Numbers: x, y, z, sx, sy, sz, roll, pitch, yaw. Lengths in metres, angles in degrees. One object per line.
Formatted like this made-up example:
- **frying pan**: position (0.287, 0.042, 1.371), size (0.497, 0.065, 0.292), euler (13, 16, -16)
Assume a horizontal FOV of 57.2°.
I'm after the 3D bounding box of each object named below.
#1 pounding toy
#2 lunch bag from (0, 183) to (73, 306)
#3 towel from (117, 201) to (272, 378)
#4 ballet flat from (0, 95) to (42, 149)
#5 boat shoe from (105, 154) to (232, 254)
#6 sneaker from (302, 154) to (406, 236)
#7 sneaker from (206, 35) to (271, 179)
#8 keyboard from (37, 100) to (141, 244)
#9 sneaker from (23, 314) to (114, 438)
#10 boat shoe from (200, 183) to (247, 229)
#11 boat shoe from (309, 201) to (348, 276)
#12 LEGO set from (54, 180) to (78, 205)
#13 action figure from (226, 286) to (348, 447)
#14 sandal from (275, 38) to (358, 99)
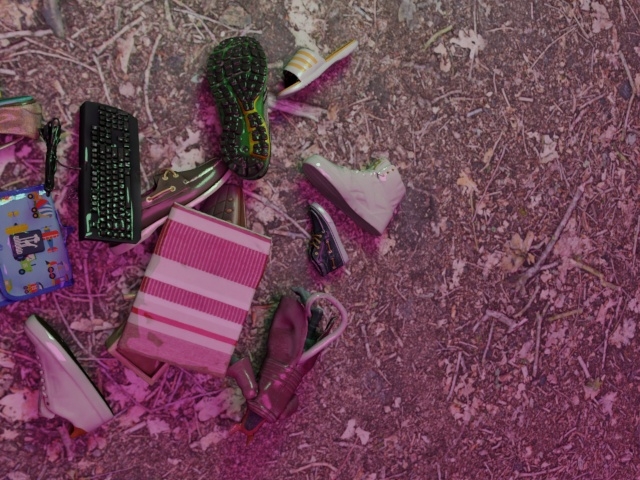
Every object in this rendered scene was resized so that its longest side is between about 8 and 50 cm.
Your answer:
- **pounding toy**: position (-0.380, 0.179, 1.312), size (0.181, 0.094, 0.206), euler (46, 75, -20)
- **lunch bag**: position (-0.649, 0.019, 1.181), size (0.293, 0.138, 0.221), euler (-18, 101, -33)
- **towel**: position (-0.264, 0.111, 1.263), size (0.237, 0.037, 0.329), euler (21, 88, -14)
- **ballet flat**: position (-0.704, -0.208, 1.134), size (0.316, 0.107, 0.106), euler (-12, 113, -21)
- **boat shoe**: position (-0.343, -0.098, 1.291), size (0.324, 0.116, 0.096), euler (-36, 111, -10)
- **sneaker**: position (0.094, -0.159, 1.480), size (0.292, 0.108, 0.169), euler (40, 78, -31)
- **sneaker**: position (-0.180, -0.300, 1.341), size (0.134, 0.146, 0.343), euler (-3, 82, 0)
- **keyboard**: position (-0.465, -0.146, 1.192), size (0.201, 0.033, 0.317), euler (4, 65, -31)
- **sneaker**: position (-0.562, 0.298, 1.239), size (0.123, 0.106, 0.290), euler (-32, 108, -20)
- **boat shoe**: position (-0.215, 0.031, 1.367), size (0.116, 0.123, 0.324), euler (1, 98, -54)
- **boat shoe**: position (0.000, 0.000, 1.470), size (0.083, 0.065, 0.183), euler (-32, 108, -18)
- **LEGO set**: position (-0.538, -0.101, 1.254), size (0.083, 0.023, 0.054), euler (1, 95, -23)
- **action figure**: position (-0.078, 0.314, 1.371), size (0.248, 0.276, 0.370), euler (39, 66, -28)
- **sandal**: position (-0.023, -0.428, 1.407), size (0.265, 0.102, 0.076), euler (-43, 108, -23)
